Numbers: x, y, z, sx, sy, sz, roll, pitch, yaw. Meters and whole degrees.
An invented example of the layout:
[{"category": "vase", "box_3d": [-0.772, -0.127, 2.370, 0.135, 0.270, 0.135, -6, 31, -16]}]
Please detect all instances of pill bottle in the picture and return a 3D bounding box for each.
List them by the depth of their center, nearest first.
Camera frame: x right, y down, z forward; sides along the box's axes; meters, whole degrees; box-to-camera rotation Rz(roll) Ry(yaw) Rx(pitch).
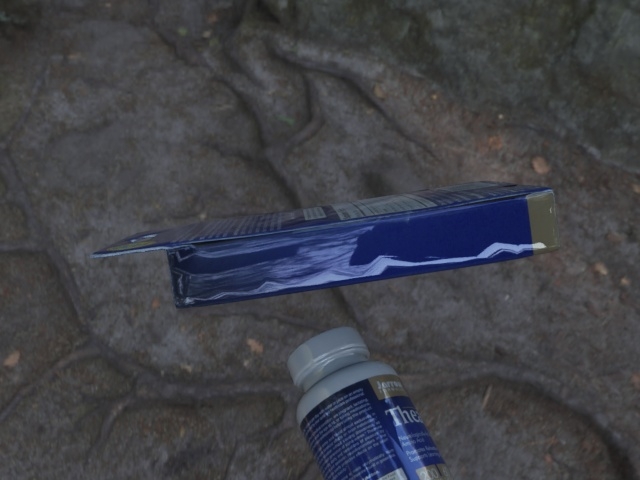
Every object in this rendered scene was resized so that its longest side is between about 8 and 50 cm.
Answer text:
[{"category": "pill bottle", "box_3d": [0.026, 0.113, 0.497, 0.067, 0.067, 0.120, -16, 59, -23]}]

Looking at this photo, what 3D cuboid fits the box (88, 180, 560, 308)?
[{"category": "box", "box_3d": [0.000, 0.000, 0.469, 0.225, 0.036, 0.136, -7, 6, -1]}]
